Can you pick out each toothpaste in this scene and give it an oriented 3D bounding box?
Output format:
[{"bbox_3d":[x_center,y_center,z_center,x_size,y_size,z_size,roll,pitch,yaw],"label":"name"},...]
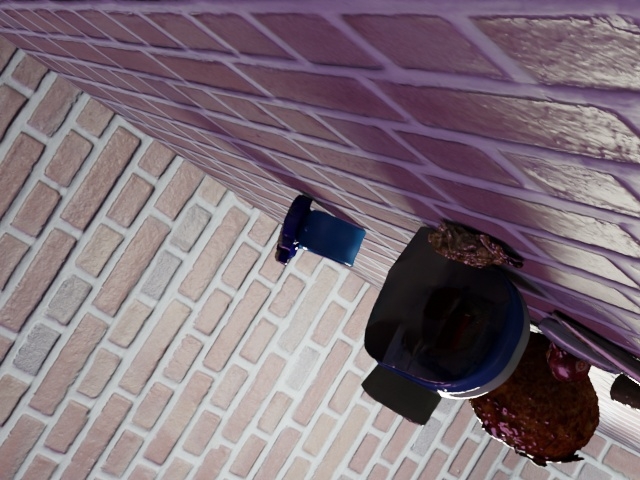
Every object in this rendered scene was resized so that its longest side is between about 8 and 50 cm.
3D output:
[{"bbox_3d":[0.536,0.208,1.812,0.255,0.037,0.067,35,180,12],"label":"toothpaste"}]

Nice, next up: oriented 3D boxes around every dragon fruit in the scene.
[{"bbox_3d":[0.497,0.229,1.997,0.094,0.094,0.190,27,163,44],"label":"dragon fruit"}]

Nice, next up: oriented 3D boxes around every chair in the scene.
[{"bbox_3d":[0.240,0.205,1.916,0.160,0.319,0.186,30,175,23],"label":"chair"}]

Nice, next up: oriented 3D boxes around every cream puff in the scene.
[{"bbox_3d":[0.473,0.323,2.184,0.350,0.229,0.350,21,-156,-10],"label":"cream puff"}]

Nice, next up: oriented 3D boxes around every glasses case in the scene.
[{"bbox_3d":[0.502,0.203,1.889,0.178,0.045,0.067,31,176,8],"label":"glasses case"}]

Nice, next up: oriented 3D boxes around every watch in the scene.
[{"bbox_3d":[0.001,-0.006,2.390,0.200,0.171,0.196,20,-174,6],"label":"watch"}]

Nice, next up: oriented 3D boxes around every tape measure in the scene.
[{"bbox_3d":[0.239,0.145,1.759,0.262,0.259,0.138,24,173,27],"label":"tape measure"}]

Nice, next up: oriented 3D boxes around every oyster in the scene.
[{"bbox_3d":[0.242,0.014,1.573,0.177,0.056,0.105,23,179,36],"label":"oyster"}]

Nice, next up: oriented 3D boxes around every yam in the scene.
[{"bbox_3d":[0.664,0.320,1.968,0.068,0.068,0.169,35,171,-36],"label":"yam"}]
